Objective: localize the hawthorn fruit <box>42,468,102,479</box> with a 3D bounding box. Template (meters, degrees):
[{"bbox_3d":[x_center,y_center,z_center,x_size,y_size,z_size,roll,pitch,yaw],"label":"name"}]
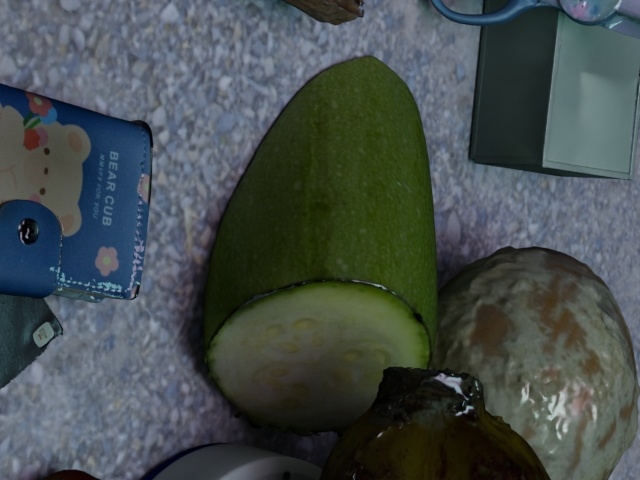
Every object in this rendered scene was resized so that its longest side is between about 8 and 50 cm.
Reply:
[{"bbox_3d":[-0.166,0.193,1.277,0.077,0.077,0.077,-5,97,-44],"label":"hawthorn fruit"}]

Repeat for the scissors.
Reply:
[{"bbox_3d":[0.216,-0.204,1.506,0.030,0.256,0.125,13,99,-80],"label":"scissors"}]

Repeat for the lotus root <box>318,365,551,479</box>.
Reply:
[{"bbox_3d":[0.088,0.278,1.337,0.196,0.179,0.397,-6,102,-13],"label":"lotus root"}]

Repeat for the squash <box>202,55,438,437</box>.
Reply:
[{"bbox_3d":[0.000,0.000,1.456,0.189,0.189,0.260,43,29,-37],"label":"squash"}]

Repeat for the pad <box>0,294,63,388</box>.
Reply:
[{"bbox_3d":[-0.251,0.021,1.225,0.116,0.004,0.193,-45,122,-32],"label":"pad"}]

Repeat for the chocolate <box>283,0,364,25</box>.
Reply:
[{"bbox_3d":[-0.092,-0.235,1.314,0.329,0.065,0.102,17,51,-43],"label":"chocolate"}]

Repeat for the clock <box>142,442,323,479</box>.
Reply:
[{"bbox_3d":[-0.063,0.269,1.380,0.230,0.083,0.230,-5,97,-42],"label":"clock"}]

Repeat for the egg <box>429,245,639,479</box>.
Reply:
[{"bbox_3d":[0.156,0.119,1.498,0.203,0.203,0.245,38,63,-39],"label":"egg"}]

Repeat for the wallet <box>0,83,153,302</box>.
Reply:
[{"bbox_3d":[-0.204,-0.033,1.225,0.202,0.059,0.141,14,74,-47],"label":"wallet"}]

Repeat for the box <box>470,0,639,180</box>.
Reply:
[{"bbox_3d":[0.211,-0.170,1.600,0.129,0.086,0.225,6,90,-45],"label":"box"}]
